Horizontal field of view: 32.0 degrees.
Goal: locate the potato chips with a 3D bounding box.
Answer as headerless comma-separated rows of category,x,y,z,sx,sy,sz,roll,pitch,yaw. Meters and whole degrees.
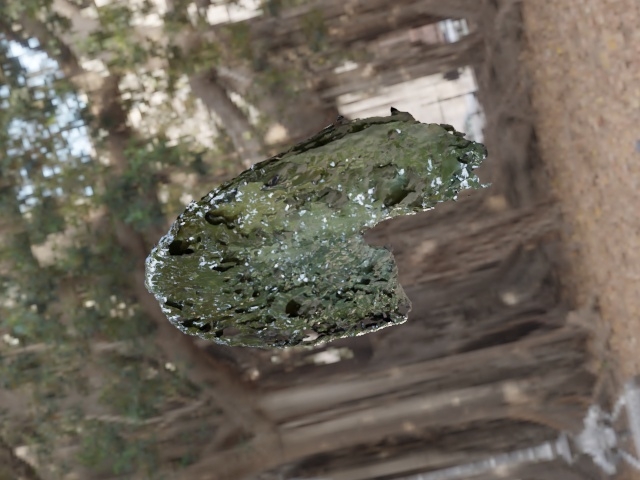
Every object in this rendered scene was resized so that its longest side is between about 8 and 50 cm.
potato chips,0.001,0.004,0.679,0.220,0.202,0.029,-56,37,42
